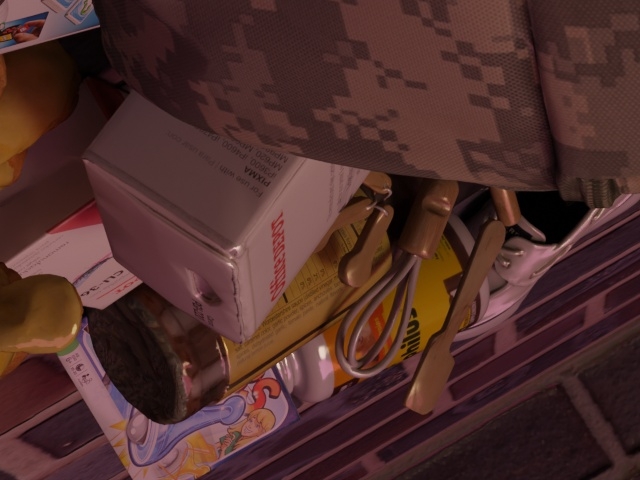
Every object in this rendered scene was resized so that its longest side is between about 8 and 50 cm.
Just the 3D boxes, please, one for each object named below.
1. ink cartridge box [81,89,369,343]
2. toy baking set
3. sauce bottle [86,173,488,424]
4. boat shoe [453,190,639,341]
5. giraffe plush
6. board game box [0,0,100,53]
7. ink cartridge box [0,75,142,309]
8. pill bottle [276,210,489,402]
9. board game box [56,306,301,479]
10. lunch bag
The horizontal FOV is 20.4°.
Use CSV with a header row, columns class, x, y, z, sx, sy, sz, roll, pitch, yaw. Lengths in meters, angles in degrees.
class,x,y,z,sx,sy,sz,roll,pitch,yaw
ink cartridge box,-0.014,-0.073,0.881,0.218,0.092,0.158,-56,170,-16
toy baking set,0.061,-0.017,1.175,0.197,0.030,0.256,-43,130,-25
sauce bottle,0.000,0.000,1.217,0.344,0.111,0.111,-31,168,-35
boat shoe,0.184,-0.008,1.603,0.267,0.096,0.088,-35,160,11
giraffe plush,-0.184,0.003,0.799,0.181,0.170,0.210,-40,162,31
board game box,-0.105,-0.165,0.642,0.193,0.053,0.305,-21,162,-31
ink cartridge box,-0.123,-0.020,1.035,0.115,0.067,0.198,-34,165,12
pill bottle,0.022,0.055,1.447,0.215,0.117,0.117,-25,164,-20
board game box,-0.107,0.093,1.299,0.136,0.035,0.201,-30,133,-6
lunch bag,0.022,-0.162,0.435,0.256,0.212,0.305,-3,142,14
